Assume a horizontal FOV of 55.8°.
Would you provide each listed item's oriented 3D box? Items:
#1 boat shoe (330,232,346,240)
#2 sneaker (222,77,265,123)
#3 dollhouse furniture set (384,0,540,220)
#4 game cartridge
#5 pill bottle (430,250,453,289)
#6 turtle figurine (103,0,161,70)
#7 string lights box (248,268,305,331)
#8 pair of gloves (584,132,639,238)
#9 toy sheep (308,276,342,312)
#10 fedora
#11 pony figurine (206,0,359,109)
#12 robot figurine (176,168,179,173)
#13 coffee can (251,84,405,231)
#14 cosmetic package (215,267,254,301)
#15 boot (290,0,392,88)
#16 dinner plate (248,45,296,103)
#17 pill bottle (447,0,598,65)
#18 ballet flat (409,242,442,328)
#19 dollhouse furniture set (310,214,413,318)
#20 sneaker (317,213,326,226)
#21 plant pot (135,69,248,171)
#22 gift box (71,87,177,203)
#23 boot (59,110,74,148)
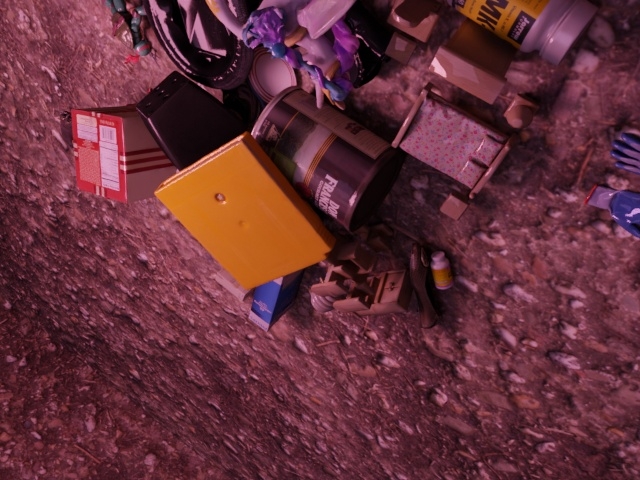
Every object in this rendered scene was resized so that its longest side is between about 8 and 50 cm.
[{"bbox_3d":[0.000,0.000,1.559,0.183,0.066,0.066,8,117,35],"label":"boat shoe"},{"bbox_3d":[-0.206,-0.360,1.432,0.067,0.078,0.188,-27,101,48],"label":"sneaker"},{"bbox_3d":[0.192,-0.204,1.090,0.303,0.174,0.356,31,132,5],"label":"dollhouse furniture set"},{"bbox_3d":[-0.159,-0.049,1.318,0.285,0.053,0.324,-22,120,34],"label":"game cartridge"},{"bbox_3d":[0.276,0.067,1.382,0.043,0.043,0.083,5,125,38],"label":"pill bottle"},{"bbox_3d":[-0.460,-0.537,1.491,0.175,0.118,0.234,-29,95,49],"label":"turtle figurine"},{"bbox_3d":[-0.117,0.128,1.703,0.076,0.133,0.260,34,138,14],"label":"string lights box"},{"bbox_3d":[0.554,-0.093,1.031,0.159,0.023,0.198,28,137,21],"label":"pair of gloves"},{"bbox_3d":[0.017,0.147,1.643,0.091,0.091,0.132,44,134,4],"label":"toy sheep"},{"bbox_3d":[-0.225,-0.498,1.279,0.333,0.152,0.334,25,140,23],"label":"fedora"},{"bbox_3d":[-0.018,-0.429,1.009,0.363,0.303,0.351,41,135,-7],"label":"pony figurine"},{"bbox_3d":[-0.225,-0.130,1.494,0.353,0.199,0.300,41,133,43],"label":"robot figurine"},{"bbox_3d":[0.012,-0.176,1.297,0.275,0.201,0.202,35,138,15],"label":"coffee can"},{"bbox_3d":[-0.265,0.131,1.892,0.115,0.060,0.041,37,137,10],"label":"cosmetic package"},{"bbox_3d":[0.015,-0.387,1.205,0.246,0.094,0.207,-30,96,43],"label":"boot"},{"bbox_3d":[-0.109,-0.376,1.383,0.141,0.017,0.141,23,134,27],"label":"dinner plate"},{"bbox_3d":[0.313,-0.371,0.943,0.208,0.119,0.119,37,139,11],"label":"pill bottle"},{"bbox_3d":[0.248,0.110,1.422,0.058,0.084,0.250,-1,124,20],"label":"ballet flat"},{"bbox_3d":[0.084,0.077,1.437,0.160,0.212,0.242,-14,137,46],"label":"dollhouse furniture set"},{"bbox_3d":[-0.078,-0.074,1.549,0.211,0.080,0.081,20,134,28],"label":"sneaker"},{"bbox_3d":[-0.312,-0.279,1.394,0.167,0.187,0.188,49,175,-36],"label":"plant pot"},{"bbox_3d":[-0.482,-0.260,1.626,0.255,0.258,0.277,20,113,31],"label":"gift box"},{"bbox_3d":[-0.735,-0.337,1.900,0.229,0.091,0.263,37,141,11],"label":"boot"}]
